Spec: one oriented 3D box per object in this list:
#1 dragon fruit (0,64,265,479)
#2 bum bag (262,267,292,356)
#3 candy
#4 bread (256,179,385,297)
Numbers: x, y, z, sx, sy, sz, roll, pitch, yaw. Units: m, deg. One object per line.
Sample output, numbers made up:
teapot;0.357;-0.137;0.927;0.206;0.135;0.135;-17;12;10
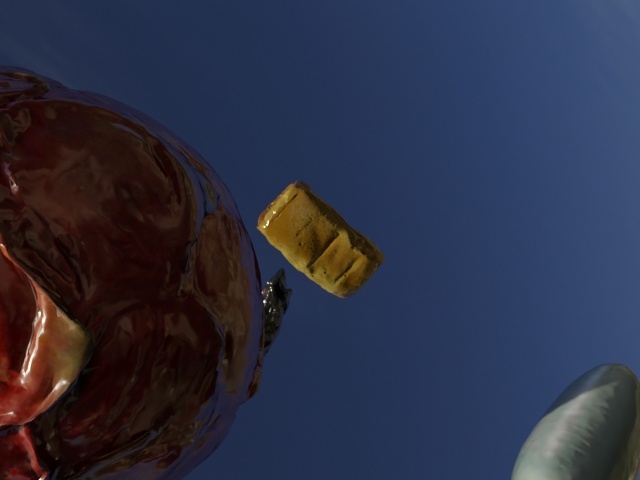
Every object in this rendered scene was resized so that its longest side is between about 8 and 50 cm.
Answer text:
dragon fruit;-0.169;0.046;0.418;0.342;0.277;0.278;32;-125;-64
bum bag;-0.060;0.089;0.747;0.034;0.058;0.125;23;-82;8
candy;0.167;0.181;0.454;0.138;0.071;0.174;-34;-48;-41
bread;0.000;0.000;0.689;0.074;0.053;0.132;-44;-68;11
